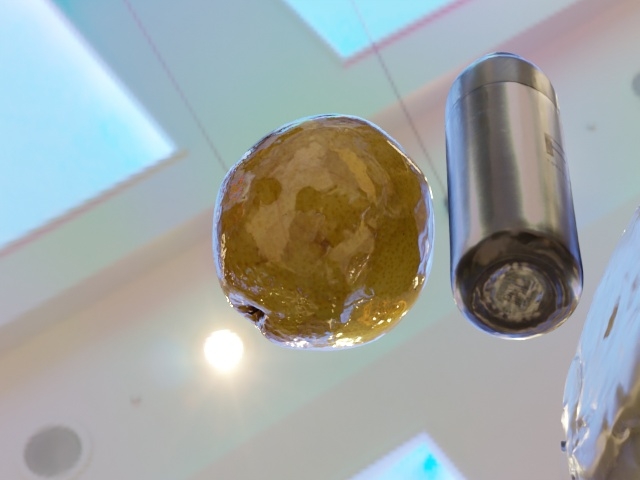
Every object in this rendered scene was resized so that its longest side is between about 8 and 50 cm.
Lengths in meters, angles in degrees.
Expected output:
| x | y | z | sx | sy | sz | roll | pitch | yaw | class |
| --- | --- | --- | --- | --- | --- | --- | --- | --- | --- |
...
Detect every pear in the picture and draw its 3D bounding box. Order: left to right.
| x | y | z | sx | sy | sz | roll | pitch | yaw | class |
| --- | --- | --- | --- | --- | --- | --- | --- | --- | --- |
| 0.000 | 0.000 | 1.275 | 0.209 | 0.209 | 0.209 | -1 | -127 | 2 | pear |

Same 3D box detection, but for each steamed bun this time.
| x | y | z | sx | sy | sz | roll | pitch | yaw | class |
| --- | --- | --- | --- | --- | --- | --- | --- | --- | --- |
| 0.356 | 0.084 | 1.199 | 0.233 | 0.312 | 0.334 | 20 | -140 | -1 | steamed bun |

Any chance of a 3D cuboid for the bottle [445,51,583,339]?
| x | y | z | sx | sy | sz | roll | pitch | yaw | class |
| --- | --- | --- | --- | --- | --- | --- | --- | --- | --- |
| 0.122 | -0.033 | 0.927 | 0.079 | 0.096 | 0.253 | -13 | -147 | 12 | bottle |
